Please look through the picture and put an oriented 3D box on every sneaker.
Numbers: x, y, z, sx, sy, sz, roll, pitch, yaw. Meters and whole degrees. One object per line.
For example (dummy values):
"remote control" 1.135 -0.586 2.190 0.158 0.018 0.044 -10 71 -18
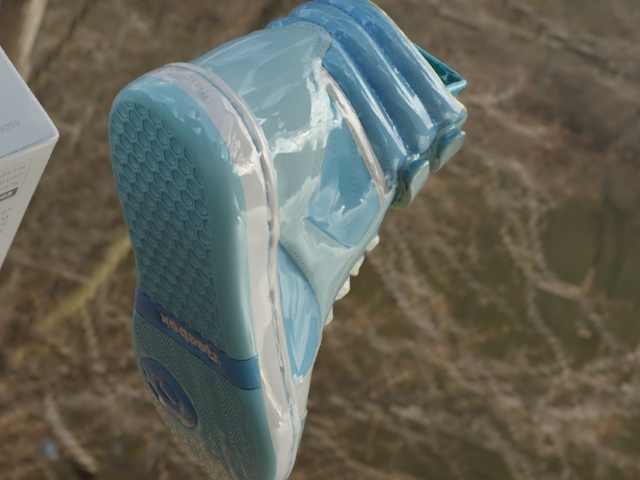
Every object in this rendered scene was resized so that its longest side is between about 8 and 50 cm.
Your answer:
"sneaker" 0.000 0.000 1.103 0.208 0.319 0.127 -35 56 -28

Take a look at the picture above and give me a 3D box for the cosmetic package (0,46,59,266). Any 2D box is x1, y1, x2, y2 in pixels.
"cosmetic package" -0.253 -0.055 0.886 0.138 0.224 0.224 -26 74 -33
